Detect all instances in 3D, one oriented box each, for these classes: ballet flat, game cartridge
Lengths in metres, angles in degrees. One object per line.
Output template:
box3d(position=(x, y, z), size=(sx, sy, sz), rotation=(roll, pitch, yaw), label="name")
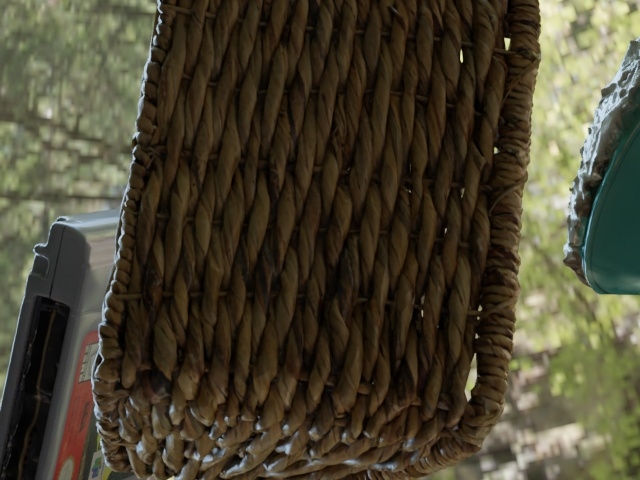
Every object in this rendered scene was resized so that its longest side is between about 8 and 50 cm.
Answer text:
box3d(position=(0.280, -0.144, 1.231), size=(0.147, 0.147, 0.409), rotation=(15, -56, -16), label="ballet flat")
box3d(position=(-0.179, 0.121, 1.451), size=(0.060, 0.196, 0.294), rotation=(16, -79, 17), label="game cartridge")

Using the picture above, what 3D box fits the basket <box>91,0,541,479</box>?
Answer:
box3d(position=(0.000, 0.000, 1.092), size=(0.223, 0.299, 0.213), rotation=(6, -24, 0), label="basket")
